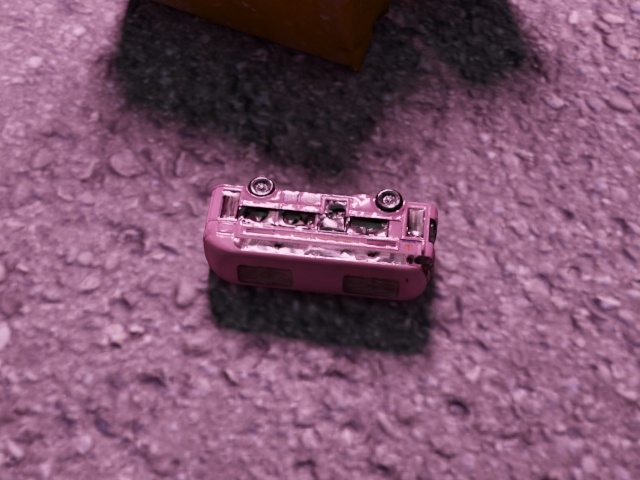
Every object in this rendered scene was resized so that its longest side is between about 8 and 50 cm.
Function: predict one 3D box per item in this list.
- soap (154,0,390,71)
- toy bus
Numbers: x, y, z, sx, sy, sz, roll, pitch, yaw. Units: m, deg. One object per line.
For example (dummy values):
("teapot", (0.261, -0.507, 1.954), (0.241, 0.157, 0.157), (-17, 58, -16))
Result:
("soap", (-0.066, -0.325, 1.009), (0.281, 0.259, 0.143), (21, 61, 15))
("toy bus", (0.000, 0.000, 0.888), (0.203, 0.063, 0.090), (5, 56, 3))
